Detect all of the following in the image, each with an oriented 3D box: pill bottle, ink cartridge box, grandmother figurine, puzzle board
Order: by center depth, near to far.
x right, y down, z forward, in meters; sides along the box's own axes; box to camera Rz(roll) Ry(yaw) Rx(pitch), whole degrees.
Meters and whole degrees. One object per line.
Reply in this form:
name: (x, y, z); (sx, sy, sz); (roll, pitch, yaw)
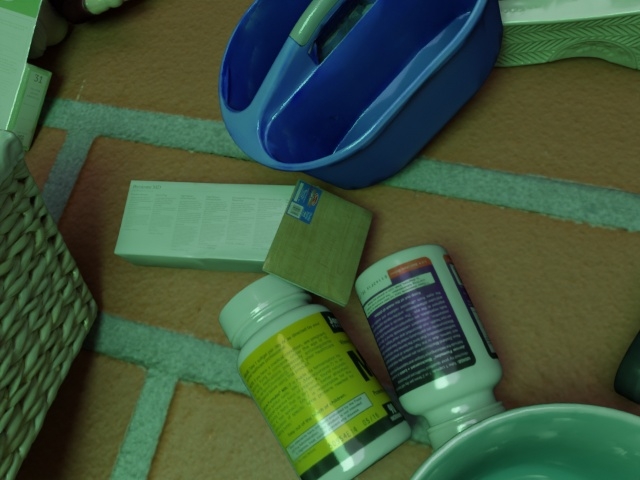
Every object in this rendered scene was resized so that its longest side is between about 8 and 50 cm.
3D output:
pill bottle: (0.116, 0.111, 0.569); (0.108, 0.108, 0.193); (-21, 68, 2)
pill bottle: (-0.012, 0.141, 0.573); (0.119, 0.119, 0.208); (-34, 69, -4)
puzzle board: (0.000, 0.000, 0.610); (0.096, 0.011, 0.128); (24, 55, -8)
ink cartridge box: (-0.462, -0.267, 0.794); (0.171, 0.056, 0.235); (22, 95, 17)
grandmother figurine: (-0.322, -0.380, 0.831); (0.342, 0.104, 0.208); (-29, 35, 2)

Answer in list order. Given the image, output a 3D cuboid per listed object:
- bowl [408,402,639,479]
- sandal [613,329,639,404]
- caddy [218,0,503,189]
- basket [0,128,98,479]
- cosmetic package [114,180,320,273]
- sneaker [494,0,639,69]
bowl: (0.197, 0.296, 0.455); (0.312, 0.163, 0.311); (-3, 72, 8)
sandal: (0.362, 0.044, 0.564); (0.254, 0.097, 0.054); (-50, 44, -10)
caddy: (0.038, -0.220, 0.620); (0.341, 0.179, 0.241); (-47, 64, 11)
basket: (-0.443, 0.098, 0.524); (0.328, 0.266, 0.331); (-5, 39, 8)
cosmetic package: (-0.119, -0.015, 0.680); (0.239, 0.060, 0.098); (3, 73, 11)
sneaker: (0.351, -0.296, 0.663); (0.350, 0.131, 0.148); (7, 76, 12)
